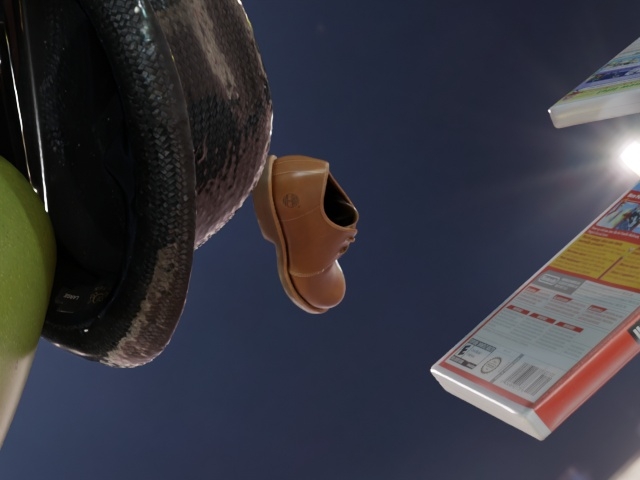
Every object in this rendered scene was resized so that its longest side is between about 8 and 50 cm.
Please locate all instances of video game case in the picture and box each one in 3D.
[{"bbox_3d":[0.334,-0.160,1.678,0.212,0.023,0.193,-9,20,43],"label":"video game case"},{"bbox_3d":[0.214,0.018,1.315,0.285,0.025,0.204,-42,13,-7],"label":"video game case"}]

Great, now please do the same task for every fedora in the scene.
[{"bbox_3d":[-0.133,-0.090,1.254,0.152,0.334,0.334,-25,-20,-37],"label":"fedora"}]

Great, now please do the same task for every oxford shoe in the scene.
[{"bbox_3d":[0.000,0.000,1.642,0.076,0.076,0.212,-5,-31,10],"label":"oxford shoe"}]

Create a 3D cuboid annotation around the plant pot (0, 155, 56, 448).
[{"bbox_3d":[-0.278,0.057,1.102,0.275,0.275,0.293,-52,1,35],"label":"plant pot"}]
